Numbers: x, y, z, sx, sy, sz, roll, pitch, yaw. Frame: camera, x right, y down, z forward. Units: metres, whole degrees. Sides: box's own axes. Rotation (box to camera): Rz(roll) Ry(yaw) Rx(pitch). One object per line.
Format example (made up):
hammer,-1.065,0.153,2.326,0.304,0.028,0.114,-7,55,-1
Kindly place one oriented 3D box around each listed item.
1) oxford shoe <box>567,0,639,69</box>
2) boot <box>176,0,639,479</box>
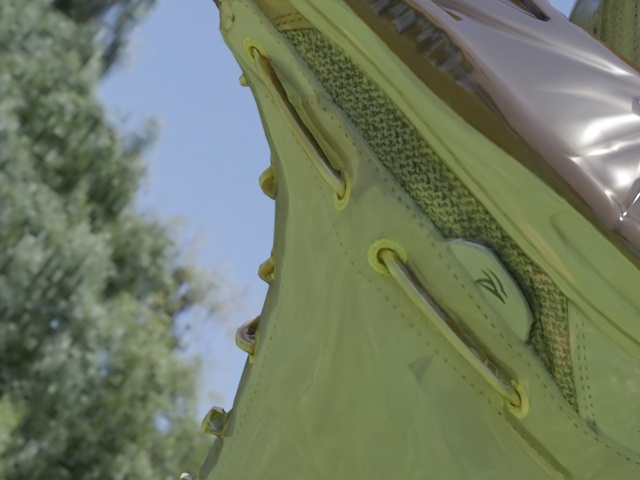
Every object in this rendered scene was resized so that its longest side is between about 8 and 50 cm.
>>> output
oxford shoe,0.156,0.039,0.523,0.130,0.123,0.348,90,-22,-60
boot,0.000,0.000,0.522,0.262,0.095,0.203,47,-51,25
